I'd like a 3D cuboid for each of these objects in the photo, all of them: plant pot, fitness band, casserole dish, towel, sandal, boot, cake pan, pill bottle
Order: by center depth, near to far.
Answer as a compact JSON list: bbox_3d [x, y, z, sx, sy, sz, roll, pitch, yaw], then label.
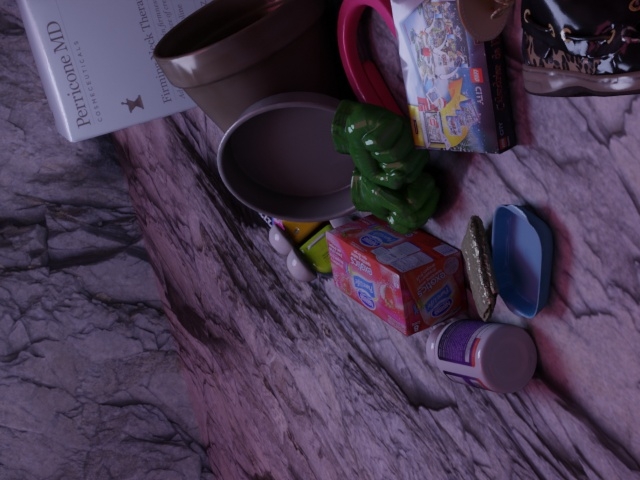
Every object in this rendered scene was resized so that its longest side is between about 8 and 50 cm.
[{"bbox_3d":[0.314,-0.304,1.120,0.377,0.138,0.284,-164,57,-70],"label":"boot"},{"bbox_3d":[0.231,-0.348,1.325,0.079,0.088,0.240,-127,32,-49],"label":"sandal"},{"bbox_3d":[0.299,0.027,1.552,0.114,0.037,0.188,43,147,47],"label":"casserole dish"},{"bbox_3d":[0.245,0.044,1.628,0.110,0.027,0.148,88,174,-66],"label":"towel"},{"bbox_3d":[0.251,0.181,1.698,0.193,0.108,0.108,1,110,66],"label":"pill bottle"},{"bbox_3d":[0.116,-0.274,1.699,0.291,0.054,0.209,61,156,18],"label":"fitness band"},{"bbox_3d":[-0.030,-0.146,1.823,0.293,0.293,0.054,98,176,-50],"label":"cake pan"},{"bbox_3d":[-0.096,-0.293,1.902,0.323,0.323,0.280,27,150,59],"label":"plant pot"}]

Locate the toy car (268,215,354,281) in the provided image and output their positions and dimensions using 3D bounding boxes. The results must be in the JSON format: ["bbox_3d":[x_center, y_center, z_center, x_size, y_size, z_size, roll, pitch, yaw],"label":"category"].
[{"bbox_3d":[0.000,0.000,2.113,0.182,0.159,0.136,54,-173,33],"label":"toy car"}]

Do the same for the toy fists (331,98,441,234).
[{"bbox_3d":[0.111,-0.110,1.695,0.142,0.096,0.279,16,149,25],"label":"toy fists"}]

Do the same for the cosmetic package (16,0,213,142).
[{"bbox_3d":[-0.425,-0.431,2.325,0.327,0.393,0.329,-152,45,-69],"label":"cosmetic package"}]

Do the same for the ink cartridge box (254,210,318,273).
[{"bbox_3d":[-0.078,-0.094,2.248,0.176,0.069,0.371,46,154,36],"label":"ink cartridge box"}]

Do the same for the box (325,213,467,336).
[{"bbox_3d":[0.129,0.052,1.845,0.257,0.128,0.123,32,137,56],"label":"box"}]

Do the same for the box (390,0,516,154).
[{"bbox_3d":[0.190,-0.243,1.510,0.159,0.044,0.233,10,119,45],"label":"box"}]
